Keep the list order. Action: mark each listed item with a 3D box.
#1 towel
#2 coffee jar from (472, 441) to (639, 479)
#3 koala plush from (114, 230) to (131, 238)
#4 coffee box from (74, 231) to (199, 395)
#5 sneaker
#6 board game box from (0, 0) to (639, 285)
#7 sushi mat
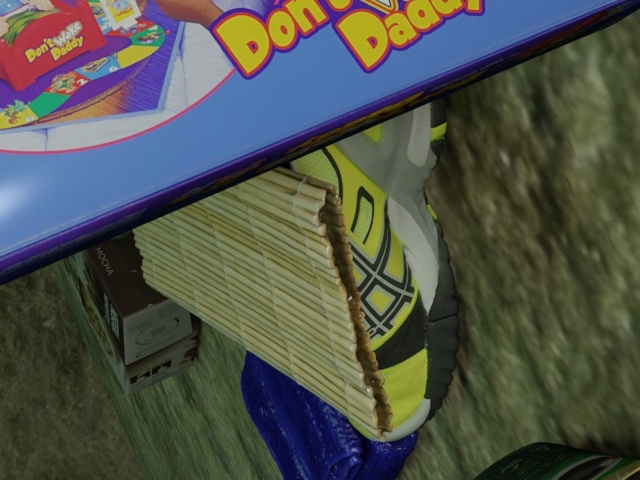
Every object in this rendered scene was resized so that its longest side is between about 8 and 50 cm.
[{"bbox_3d":[-0.012,0.162,1.069,0.228,0.076,0.308,57,158,19],"label":"towel"},{"bbox_3d":[0.158,0.166,0.621,0.079,0.096,0.184,63,161,-2],"label":"coffee jar"},{"bbox_3d":[-0.284,-0.087,1.312,0.221,0.196,0.203,57,149,33],"label":"koala plush"},{"bbox_3d":[-0.255,0.076,1.512,0.168,0.118,0.297,59,160,19],"label":"coffee box"},{"bbox_3d":[0.000,0.000,0.753,0.145,0.147,0.385,39,149,47],"label":"sneaker"},{"bbox_3d":[-0.047,-0.144,0.415,0.233,0.347,0.078,66,161,1],"label":"board game box"},{"bbox_3d":[-0.062,0.004,0.670,0.316,0.019,0.151,24,136,55],"label":"sushi mat"}]
